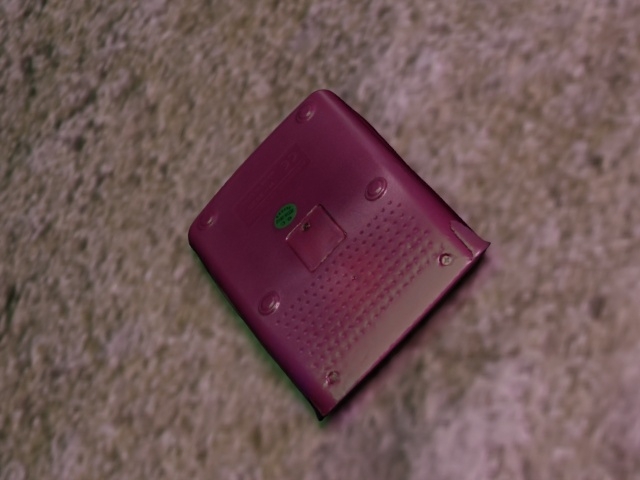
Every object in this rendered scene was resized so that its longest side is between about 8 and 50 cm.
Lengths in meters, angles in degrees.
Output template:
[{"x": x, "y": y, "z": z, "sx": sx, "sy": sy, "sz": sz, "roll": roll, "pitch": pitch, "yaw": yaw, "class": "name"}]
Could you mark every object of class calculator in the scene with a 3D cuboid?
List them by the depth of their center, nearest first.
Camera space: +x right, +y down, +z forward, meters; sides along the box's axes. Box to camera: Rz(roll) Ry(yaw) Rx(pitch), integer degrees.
[{"x": 0.000, "y": 0.000, "z": 1.035, "sx": 0.126, "sy": 0.034, "sz": 0.190, "roll": -48, "pitch": 42, "yaw": 6, "class": "calculator"}]
